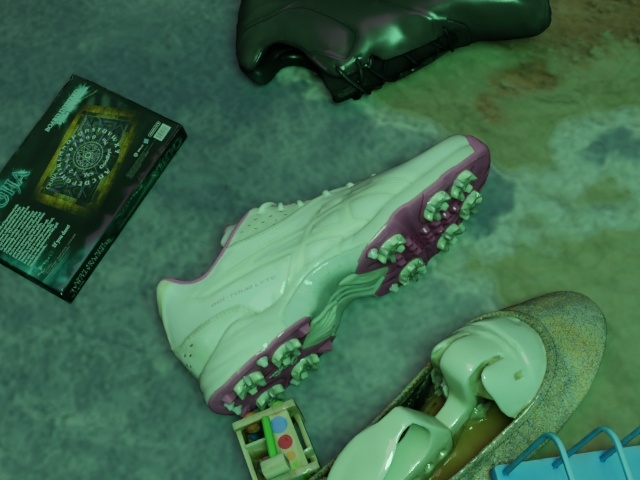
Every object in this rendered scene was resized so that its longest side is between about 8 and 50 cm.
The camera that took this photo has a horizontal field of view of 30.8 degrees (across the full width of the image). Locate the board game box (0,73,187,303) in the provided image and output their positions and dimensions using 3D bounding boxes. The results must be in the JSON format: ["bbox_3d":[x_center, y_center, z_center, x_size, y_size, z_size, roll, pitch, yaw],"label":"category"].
[{"bbox_3d":[-0.221,-0.051,1.034,0.126,0.026,0.186,27,73,19],"label":"board game box"}]

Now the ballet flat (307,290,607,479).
[{"bbox_3d":[0.093,0.135,0.850,0.316,0.106,0.108,-45,50,-13],"label":"ballet flat"}]

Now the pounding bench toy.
[{"bbox_3d":[-0.034,0.154,0.880,0.052,0.083,0.065,-22,65,-1],"label":"pounding bench toy"}]

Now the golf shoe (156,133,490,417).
[{"bbox_3d":[0.000,0.000,0.933,0.306,0.115,0.140,-39,63,-11],"label":"golf shoe"}]

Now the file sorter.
[{"bbox_3d":[0.225,0.185,0.785,0.170,0.104,0.118,-4,62,-18],"label":"file sorter"}]

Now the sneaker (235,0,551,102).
[{"bbox_3d":[0.058,-0.182,1.021,0.286,0.109,0.130,3,72,20],"label":"sneaker"}]
